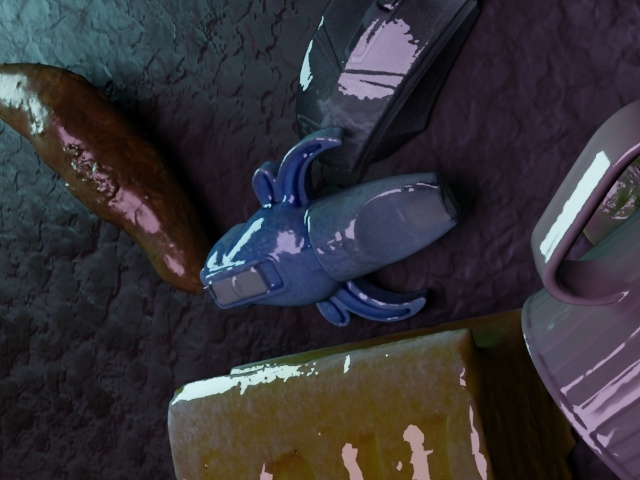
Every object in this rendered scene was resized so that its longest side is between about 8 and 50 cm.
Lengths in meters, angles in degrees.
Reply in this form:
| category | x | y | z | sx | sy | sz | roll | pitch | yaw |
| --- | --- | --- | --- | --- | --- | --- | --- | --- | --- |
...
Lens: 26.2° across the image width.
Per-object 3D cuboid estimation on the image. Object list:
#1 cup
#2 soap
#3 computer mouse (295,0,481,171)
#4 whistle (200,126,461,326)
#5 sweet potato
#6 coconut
| category | x | y | z | sx | sy | sz | roll | pitch | yaw |
| --- | --- | --- | --- | --- | --- | --- | --- | --- | --- |
| cup | 0.280 | 0.021 | 0.939 | 0.288 | 0.208 | 0.273 | 43 | 117 | -2 |
| soap | 0.053 | 0.229 | 1.165 | 0.335 | 0.156 | 0.293 | -13 | 90 | 35 |
| computer mouse | 0.046 | -0.162 | 1.159 | 0.126 | 0.071 | 0.231 | 39 | 115 | 22 |
| whistle | 0.000 | 0.000 | 1.189 | 0.269 | 0.093 | 0.180 | -18 | 109 | 29 |
| sweet potato | -0.216 | -0.087 | 1.323 | 0.354 | 0.095 | 0.106 | 39 | 110 | 19 |
| coconut | 0.235 | -0.030 | 1.053 | 0.083 | 0.081 | 0.082 | 11 | 107 | -15 |
